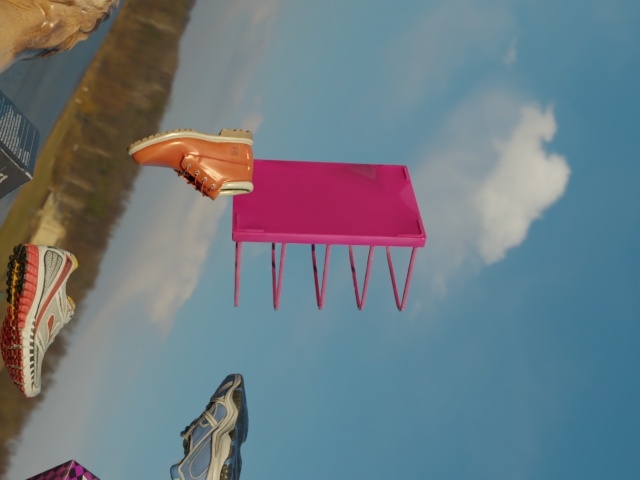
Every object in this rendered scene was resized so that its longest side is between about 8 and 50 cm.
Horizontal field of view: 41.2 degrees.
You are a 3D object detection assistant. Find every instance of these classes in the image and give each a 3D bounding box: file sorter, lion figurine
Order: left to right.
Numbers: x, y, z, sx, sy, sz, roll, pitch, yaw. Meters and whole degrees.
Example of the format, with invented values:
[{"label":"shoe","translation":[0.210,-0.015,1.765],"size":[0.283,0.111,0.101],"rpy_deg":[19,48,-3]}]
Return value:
[{"label":"lion figurine","translation":[-0.360,-0.200,0.846],"size":[0.392,0.240,0.142],"rpy_deg":[-78,177,-47]},{"label":"file sorter","translation":[0.000,0.000,1.389],"size":[0.202,0.291,0.182],"rpy_deg":[-96,-170,-51]}]

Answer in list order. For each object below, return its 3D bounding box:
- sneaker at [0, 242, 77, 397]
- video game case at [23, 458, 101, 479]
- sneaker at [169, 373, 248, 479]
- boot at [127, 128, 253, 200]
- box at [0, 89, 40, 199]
[{"label":"sneaker","translation":[-0.388,0.116,1.195],"size":[0.088,0.093,0.225],"rpy_deg":[29,-69,48]},{"label":"video game case","translation":[-0.318,0.377,1.060],"size":[0.232,0.210,0.042],"rpy_deg":[-26,-151,25]},{"label":"sneaker","translation":[-0.141,0.245,1.122],"size":[0.211,0.081,0.080],"rpy_deg":[-80,166,-65]},{"label":"boot","translation":[-0.153,-0.090,1.036],"size":[0.059,0.158,0.084],"rpy_deg":[158,-72,-66]},{"label":"box","translation":[-0.714,-0.168,1.437],"size":[0.343,0.312,0.179],"rpy_deg":[-30,-144,9]}]
